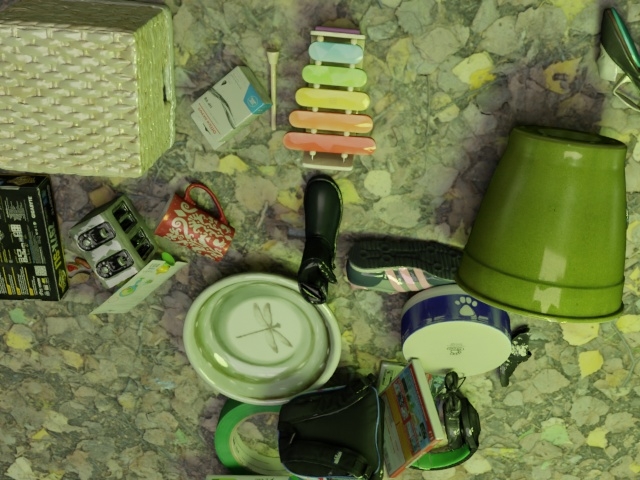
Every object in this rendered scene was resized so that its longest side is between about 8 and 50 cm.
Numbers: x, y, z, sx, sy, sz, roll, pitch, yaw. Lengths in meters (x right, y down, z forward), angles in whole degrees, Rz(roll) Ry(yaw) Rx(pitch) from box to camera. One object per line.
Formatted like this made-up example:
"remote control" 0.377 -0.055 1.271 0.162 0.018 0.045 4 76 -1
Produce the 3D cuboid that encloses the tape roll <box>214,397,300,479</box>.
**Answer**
"tape roll" -0.129 0.543 2.152 0.321 0.077 0.321 2 119 3

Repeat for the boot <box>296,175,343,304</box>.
"boot" 0.000 0.000 1.781 0.094 0.207 0.247 3 118 3

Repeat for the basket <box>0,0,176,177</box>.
"basket" -0.487 -0.317 1.615 0.331 0.266 0.328 4 117 0

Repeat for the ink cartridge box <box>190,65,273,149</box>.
"ink cartridge box" -0.207 -0.287 1.707 0.180 0.060 0.104 -35 89 20

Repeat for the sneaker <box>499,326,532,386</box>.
"sneaker" 0.501 0.302 1.995 0.089 0.051 0.170 -5 114 12

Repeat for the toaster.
"toaster" -0.484 -0.001 1.840 0.110 0.186 0.168 -25 106 13

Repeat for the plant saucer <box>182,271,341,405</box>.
"plant saucer" -0.144 0.235 1.976 0.400 0.100 0.401 1 117 3

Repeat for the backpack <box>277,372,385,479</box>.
"backpack" 0.029 0.492 1.952 0.263 0.277 0.213 -3 147 10

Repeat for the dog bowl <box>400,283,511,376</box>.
"dog bowl" 0.326 0.223 1.882 0.264 0.104 0.265 3 141 3

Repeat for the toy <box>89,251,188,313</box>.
"toy" -0.458 0.101 1.935 0.237 0.137 0.056 -34 71 22

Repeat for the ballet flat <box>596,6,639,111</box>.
"ballet flat" 0.640 -0.351 1.619 0.096 0.095 0.280 -32 112 32

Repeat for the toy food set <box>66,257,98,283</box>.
"toy food set" -0.588 0.066 1.964 0.122 0.019 0.078 -7 117 16

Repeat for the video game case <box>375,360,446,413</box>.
"video game case" 0.238 0.419 2.092 0.183 0.023 0.201 8 117 0

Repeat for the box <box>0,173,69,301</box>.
"box" -0.773 -0.004 1.905 0.257 0.079 0.322 2 118 5

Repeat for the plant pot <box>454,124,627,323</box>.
"plant pot" 0.496 -0.056 1.666 0.366 0.366 0.353 7 106 0

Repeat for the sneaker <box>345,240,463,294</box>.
"sneaker" 0.218 0.079 1.882 0.319 0.112 0.131 8 139 -1

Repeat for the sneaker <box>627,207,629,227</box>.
"sneaker" 0.656 -0.034 1.789 0.081 0.080 0.211 -6 116 3

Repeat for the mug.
"mug" -0.287 -0.039 1.836 0.169 0.113 0.150 29 118 -15

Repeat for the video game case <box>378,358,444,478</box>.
"video game case" 0.207 0.448 1.935 0.025 0.204 0.285 0 146 -23

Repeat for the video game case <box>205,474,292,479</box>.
"video game case" -0.164 0.729 2.185 0.244 0.061 0.269 -4 145 17

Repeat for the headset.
"headset" 0.303 0.489 2.004 0.243 0.185 0.394 6 130 -2

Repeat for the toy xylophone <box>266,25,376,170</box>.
"toy xylophone" -0.002 -0.308 1.688 0.236 0.081 0.323 -2 117 5
